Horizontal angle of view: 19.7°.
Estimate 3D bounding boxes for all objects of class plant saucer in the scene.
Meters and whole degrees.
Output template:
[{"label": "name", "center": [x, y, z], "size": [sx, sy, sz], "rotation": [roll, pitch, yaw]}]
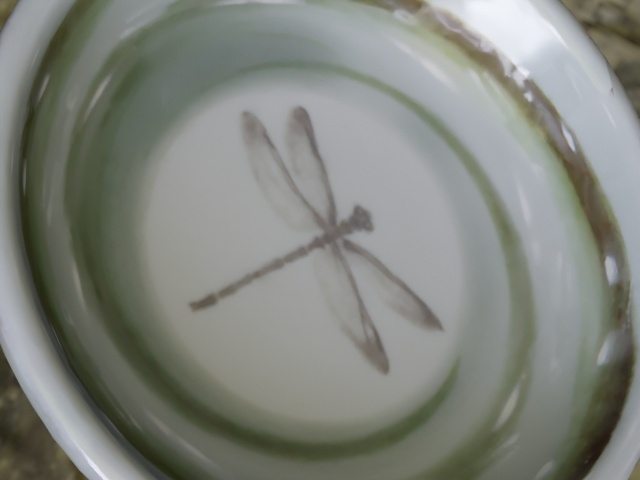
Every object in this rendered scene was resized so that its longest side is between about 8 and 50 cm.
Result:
[{"label": "plant saucer", "center": [0.000, 0.000, 0.975], "size": [0.400, 0.100, 0.400], "rotation": [10, -113, -24]}]
